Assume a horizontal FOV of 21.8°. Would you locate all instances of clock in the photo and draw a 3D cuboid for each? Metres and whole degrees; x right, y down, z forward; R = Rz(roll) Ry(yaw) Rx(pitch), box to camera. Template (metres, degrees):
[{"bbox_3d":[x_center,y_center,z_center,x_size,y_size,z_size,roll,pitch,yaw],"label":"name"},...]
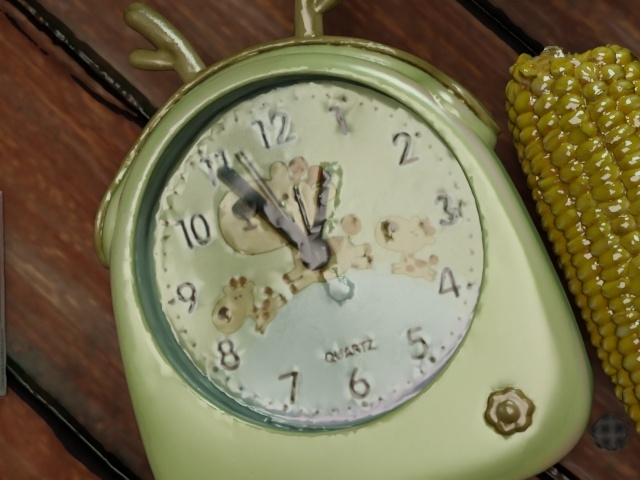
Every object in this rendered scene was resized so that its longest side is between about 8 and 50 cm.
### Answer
[{"bbox_3d":[0.000,0.000,0.887,0.235,0.096,0.308,-18,88,13],"label":"clock"}]

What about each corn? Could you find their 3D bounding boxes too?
[{"bbox_3d":[0.184,0.028,0.872,0.106,0.106,0.293,-24,82,6],"label":"corn"}]

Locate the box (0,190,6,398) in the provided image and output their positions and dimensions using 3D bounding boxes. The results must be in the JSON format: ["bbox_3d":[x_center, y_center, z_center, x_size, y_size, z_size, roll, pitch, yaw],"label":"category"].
[{"bbox_3d":[-0.228,0.032,0.949,0.089,0.043,0.125,-3,88,8],"label":"box"}]
